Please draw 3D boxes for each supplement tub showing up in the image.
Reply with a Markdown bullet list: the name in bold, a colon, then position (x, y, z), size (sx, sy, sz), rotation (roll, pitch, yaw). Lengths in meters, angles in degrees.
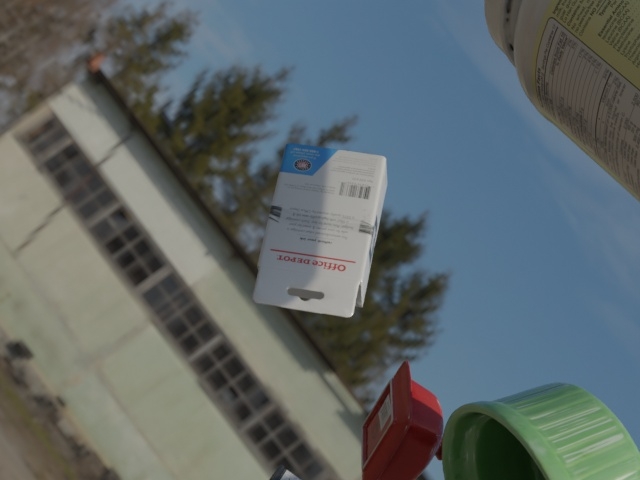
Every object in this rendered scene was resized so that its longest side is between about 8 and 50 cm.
- **supplement tub**: position (0.300, -0.141, 1.111), size (0.325, 0.235, 0.235), rotation (51, -9, 40)

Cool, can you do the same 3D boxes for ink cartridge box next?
- **ink cartridge box**: position (0.000, 0.000, 1.405), size (0.104, 0.180, 0.060), rotation (9, -26, 7)

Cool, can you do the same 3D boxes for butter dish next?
- **butter dish**: position (0.133, 0.285, 2.066), size (0.118, 0.159, 0.160), rotation (22, 29, -11)

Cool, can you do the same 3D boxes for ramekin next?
- **ramekin**: position (0.302, 0.332, 1.855), size (0.303, 0.148, 0.303), rotation (47, -33, 44)

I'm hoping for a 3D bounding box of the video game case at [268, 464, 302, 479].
- **video game case**: position (-0.002, 0.422, 1.762), size (0.248, 0.035, 0.275), rotation (35, -44, 3)
